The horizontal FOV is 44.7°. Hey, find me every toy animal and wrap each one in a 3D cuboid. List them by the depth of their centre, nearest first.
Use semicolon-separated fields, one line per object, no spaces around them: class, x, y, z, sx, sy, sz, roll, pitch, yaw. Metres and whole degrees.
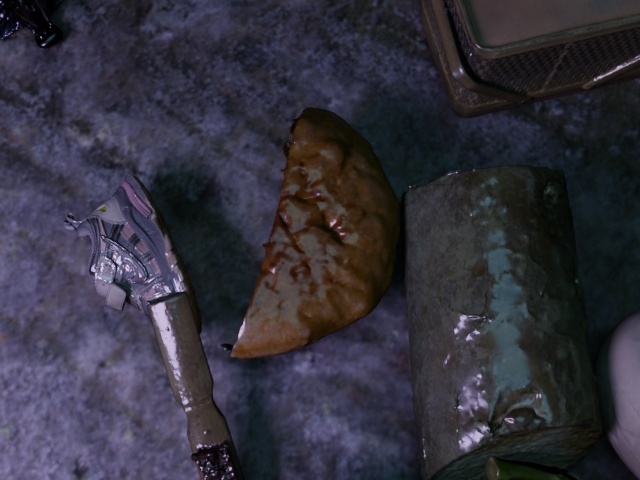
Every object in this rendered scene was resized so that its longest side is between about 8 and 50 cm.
toy animal;-0.334;-0.264;0.868;0.220;0.062;0.108;-44;61;-11

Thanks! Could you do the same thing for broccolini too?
broccolini;0.237;0.230;0.675;0.239;0.051;0.054;28;45;-25

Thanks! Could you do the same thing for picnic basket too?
picnic basket;0.242;-0.249;0.825;0.266;0.139;0.165;-14;74;-5

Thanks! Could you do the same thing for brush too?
brush;-0.104;0.168;0.708;0.043;0.036;0.248;-16;94;-8

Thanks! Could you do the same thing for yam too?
yam;0.161;0.079;0.718;0.168;0.168;0.304;-2;72;-2

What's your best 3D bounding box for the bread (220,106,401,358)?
bread;0.007;0.008;0.752;0.134;0.129;0.260;18;76;3

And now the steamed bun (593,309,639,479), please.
steamed bun;0.338;0.170;0.695;0.177;0.131;0.228;-19;61;-45

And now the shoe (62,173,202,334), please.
shoe;-0.183;0.026;0.761;0.092;0.089;0.180;-25;73;-9
